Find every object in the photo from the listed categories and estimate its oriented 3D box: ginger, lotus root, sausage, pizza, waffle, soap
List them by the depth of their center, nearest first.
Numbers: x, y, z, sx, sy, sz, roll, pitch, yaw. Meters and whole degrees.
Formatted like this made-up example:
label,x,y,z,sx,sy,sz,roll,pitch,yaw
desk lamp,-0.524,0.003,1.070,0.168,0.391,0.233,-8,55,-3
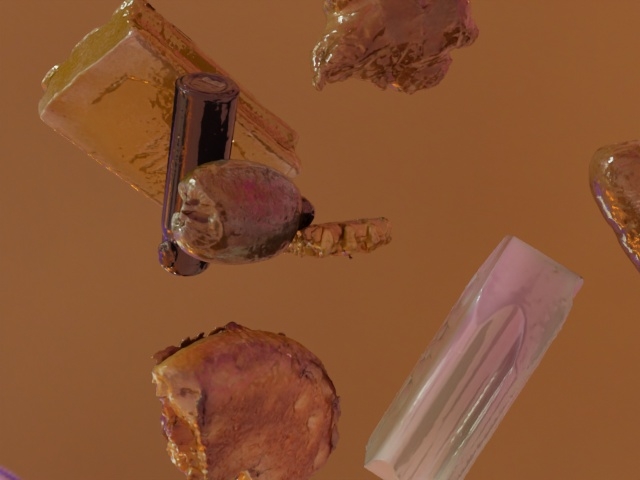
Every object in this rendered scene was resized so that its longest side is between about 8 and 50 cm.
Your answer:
label,x,y,z,sx,sy,sz,roll,pitch,yaw
pizza,-0.069,0.161,0.927,0.161,0.086,0.305,-61,-31,-7
lotus root,-0.078,-0.030,1.069,0.192,0.088,0.113,0,-78,-47
waffle,0.000,0.000,1.185,0.161,0.192,0.046,-9,-87,-46
ginger,0.077,-0.264,1.220,0.270,0.123,0.219,-46,-65,-15
soap,0.196,0.164,1.281,0.115,0.208,0.347,32,-84,2
soap,-0.193,-0.148,1.298,0.199,0.091,0.315,-35,-51,20
sausage,0.539,0.063,1.354,0.123,0.500,0.136,-23,-24,-23

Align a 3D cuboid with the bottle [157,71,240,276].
label,x,y,z,sx,sy,sz,roll,pitch,yaw
bottle,-0.147,-0.071,1.152,0.082,0.072,0.244,-29,-41,-47
